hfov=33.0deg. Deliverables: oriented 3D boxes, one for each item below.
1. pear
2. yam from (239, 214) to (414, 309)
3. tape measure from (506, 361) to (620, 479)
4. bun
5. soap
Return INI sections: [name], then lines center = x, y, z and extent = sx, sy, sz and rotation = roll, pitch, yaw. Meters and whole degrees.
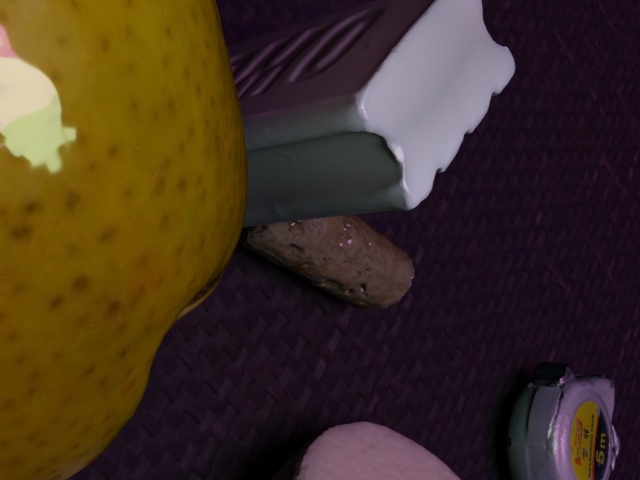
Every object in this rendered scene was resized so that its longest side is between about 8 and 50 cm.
[pear]
center = -0.228, -0.072, 0.488
extent = 0.418, 0.362, 0.362
rotation = 43, 54, -4
[yam]
center = 0.000, 0.000, 0.910
extent = 0.179, 0.078, 0.078
rotation = 30, 65, -42
[tape measure]
center = 0.248, 0.295, 1.128
extent = 0.164, 0.084, 0.330
rotation = 20, 71, -41
[bun]
center = 0.032, 0.295, 0.866
extent = 0.263, 0.175, 0.263
rotation = 34, 27, -21
[soap]
center = -0.016, -0.088, 0.765
extent = 0.160, 0.265, 0.088
rotation = -52, 121, -34
